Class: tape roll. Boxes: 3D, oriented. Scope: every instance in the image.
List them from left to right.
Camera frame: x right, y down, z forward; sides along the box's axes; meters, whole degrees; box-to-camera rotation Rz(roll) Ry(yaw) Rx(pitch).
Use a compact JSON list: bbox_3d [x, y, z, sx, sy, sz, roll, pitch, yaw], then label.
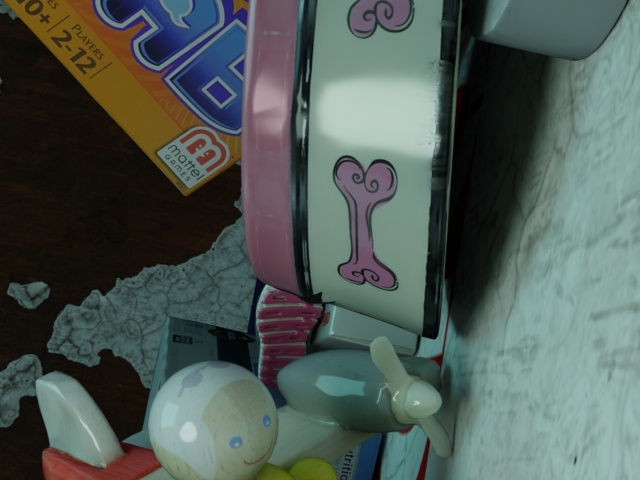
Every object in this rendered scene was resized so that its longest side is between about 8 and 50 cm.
[{"bbox_3d":[0.160,-0.232,0.897,0.219,0.072,0.219,-168,90,-83],"label":"tape roll"}]

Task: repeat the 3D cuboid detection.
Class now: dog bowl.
[{"bbox_3d":[0.034,-0.130,1.081,0.408,0.150,0.408,4,-90,-84],"label":"dog bowl"}]

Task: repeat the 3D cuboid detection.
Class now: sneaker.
[{"bbox_3d":[-0.035,0.067,1.332,0.075,0.063,0.170,-98,11,-46],"label":"sneaker"}]

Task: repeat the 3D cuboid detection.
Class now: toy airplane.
[{"bbox_3d":[-0.089,0.187,0.974,0.386,0.384,0.272,-86,-1,-56],"label":"toy airplane"}]

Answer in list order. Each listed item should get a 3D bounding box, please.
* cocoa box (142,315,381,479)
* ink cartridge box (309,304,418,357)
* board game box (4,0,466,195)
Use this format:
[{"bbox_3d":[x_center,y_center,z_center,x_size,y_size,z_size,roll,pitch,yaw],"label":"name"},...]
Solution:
[{"bbox_3d":[-0.083,0.245,1.483,0.347,0.228,0.231,-121,42,-80],"label":"cocoa box"},{"bbox_3d":[0.054,0.007,1.331,0.153,0.086,0.208,132,147,-79],"label":"ink cartridge box"},{"bbox_3d":[-0.109,-0.344,1.368,0.356,0.356,0.356,-33,31,14],"label":"board game box"}]
